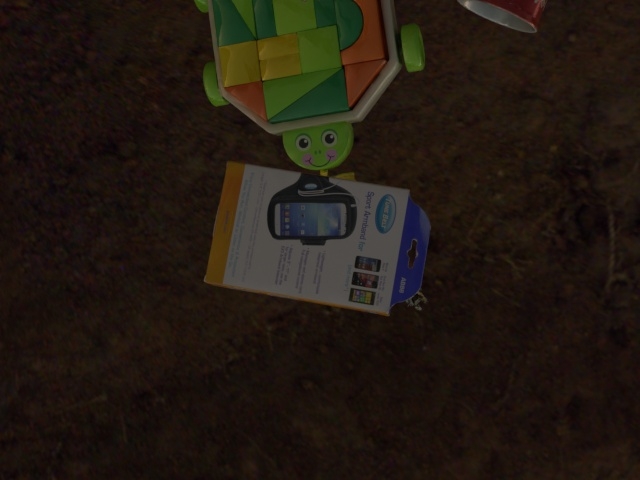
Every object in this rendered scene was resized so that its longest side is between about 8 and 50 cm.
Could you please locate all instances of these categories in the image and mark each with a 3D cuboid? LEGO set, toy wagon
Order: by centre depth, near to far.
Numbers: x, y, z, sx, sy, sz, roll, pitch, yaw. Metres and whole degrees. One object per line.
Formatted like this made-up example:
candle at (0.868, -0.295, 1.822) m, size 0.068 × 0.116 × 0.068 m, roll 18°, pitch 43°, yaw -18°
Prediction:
toy wagon at (-0.013, -0.227, 1.094) m, size 0.267 × 0.068 × 0.345 m, roll -8°, pitch 89°, yaw 14°
LEGO set at (0.128, 0.078, 1.331) m, size 0.023 × 0.083 × 0.054 m, roll -31°, pitch 77°, yaw -11°

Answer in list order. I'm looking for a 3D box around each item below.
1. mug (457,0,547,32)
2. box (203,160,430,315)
mug at (0.247, -0.370, 1.161) m, size 0.150 × 0.113 × 0.169 m, roll 17°, pitch 100°, yaw -42°
box at (0.000, 0.000, 0.590) m, size 0.136 × 0.028 × 0.081 m, roll 10°, pitch 83°, yaw 5°
